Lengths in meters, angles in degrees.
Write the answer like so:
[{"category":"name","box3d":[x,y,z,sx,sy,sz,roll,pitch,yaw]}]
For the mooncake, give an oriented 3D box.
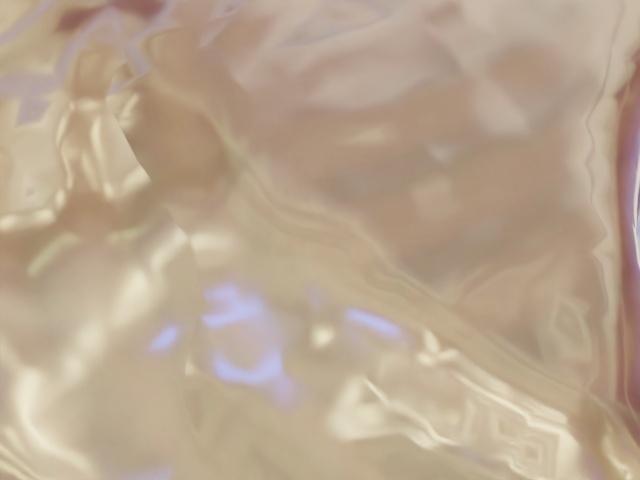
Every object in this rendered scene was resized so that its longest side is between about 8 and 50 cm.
[{"category":"mooncake","box3d":[0.000,0.000,0.451,0.334,0.326,0.174,40,-20,30]}]
